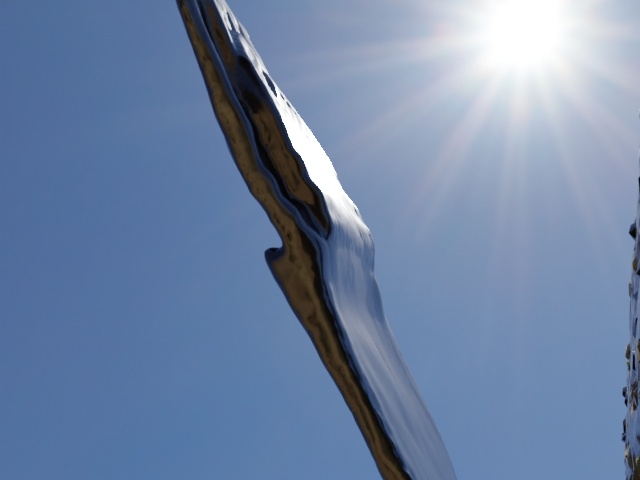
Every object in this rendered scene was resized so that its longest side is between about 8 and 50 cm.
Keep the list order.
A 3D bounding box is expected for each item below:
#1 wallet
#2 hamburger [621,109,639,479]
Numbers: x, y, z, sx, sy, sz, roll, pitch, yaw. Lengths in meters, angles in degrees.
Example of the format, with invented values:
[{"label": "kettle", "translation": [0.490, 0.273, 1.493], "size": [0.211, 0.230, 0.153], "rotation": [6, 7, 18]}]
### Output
[{"label": "wallet", "translation": [0.000, 0.000, 0.671], "size": [0.041, 0.322, 0.247], "rotation": [-24, -9, 6]}, {"label": "hamburger", "translation": [0.206, 0.015, 0.447], "size": [0.195, 0.318, 0.276], "rotation": [6, -39, 12]}]
